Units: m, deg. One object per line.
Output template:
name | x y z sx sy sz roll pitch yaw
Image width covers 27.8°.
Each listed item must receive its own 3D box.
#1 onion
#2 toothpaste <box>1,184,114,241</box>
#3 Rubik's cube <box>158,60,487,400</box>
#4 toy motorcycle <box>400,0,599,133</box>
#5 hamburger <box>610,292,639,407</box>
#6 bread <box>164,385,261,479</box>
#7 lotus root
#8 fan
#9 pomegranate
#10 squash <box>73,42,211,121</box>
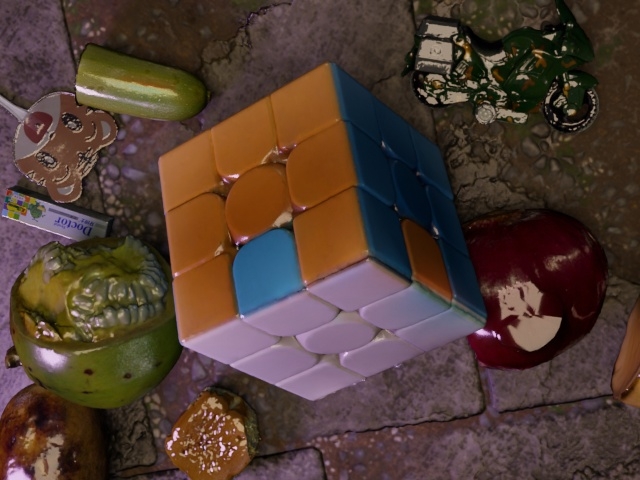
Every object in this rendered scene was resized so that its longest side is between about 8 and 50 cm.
onion | 0.290 0.060 1.752 0.207 0.206 0.216 -16 96 10
toothpaste | -0.390 -0.037 1.918 0.164 0.034 0.046 18 103 5
Rubik's cube | 0.000 0.000 1.663 0.291 0.290 0.291 -26 57 25
toy motorcycle | 0.251 -0.251 1.759 0.275 0.125 0.187 9 108 6
hamburger | 0.531 0.128 1.707 0.237 0.276 0.276 20 100 7
bread | -0.154 0.294 1.916 0.128 0.069 0.140 36 102 0
lotus root | -0.399 0.317 1.914 0.169 0.141 0.314 1 94 3
fan | -0.419 -0.168 1.907 0.227 0.008 0.152 34 93 6
pomegranate | -0.278 0.104 1.824 0.341 0.260 0.260 -8 98 -17
squash | -0.250 -0.216 1.845 0.188 0.095 0.095 14 100 6
